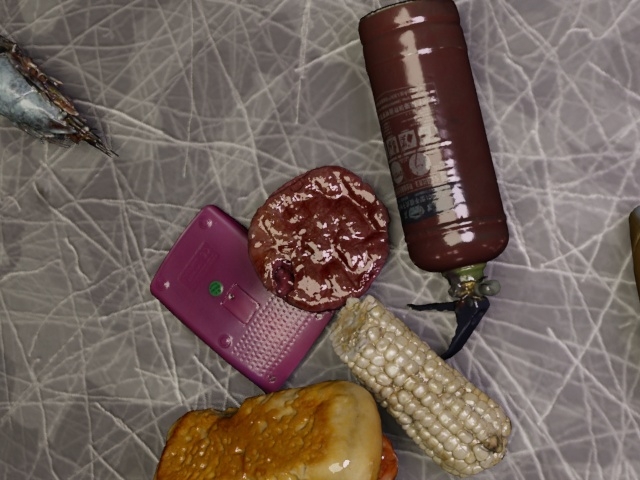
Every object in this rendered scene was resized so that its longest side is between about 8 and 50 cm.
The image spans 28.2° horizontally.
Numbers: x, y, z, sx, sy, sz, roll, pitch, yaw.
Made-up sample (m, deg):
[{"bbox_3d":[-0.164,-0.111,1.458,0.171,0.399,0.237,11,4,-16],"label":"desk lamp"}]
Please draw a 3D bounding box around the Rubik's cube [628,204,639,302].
[{"bbox_3d":[0.389,0.031,1.147,0.254,0.254,0.254,0,89,18],"label":"Rubik's cube"}]

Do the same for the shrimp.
[{"bbox_3d":[-0.310,-0.151,1.400,0.233,0.079,0.090,36,135,13],"label":"shrimp"}]

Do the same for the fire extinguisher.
[{"bbox_3d":[0.110,-0.055,1.254,0.138,0.102,0.344,-16,84,50],"label":"fire extinguisher"}]

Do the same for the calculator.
[{"bbox_3d":[-0.087,0.061,1.343,0.190,0.034,0.126,38,102,16],"label":"calculator"}]

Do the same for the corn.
[{"bbox_3d":[0.094,0.142,1.235,0.211,0.087,0.087,43,102,-3],"label":"corn"}]

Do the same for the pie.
[{"bbox_3d":[0.000,0.000,1.298,0.153,0.038,0.153,-1,76,3],"label":"pie"}]

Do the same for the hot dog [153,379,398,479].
[{"bbox_3d":[-0.031,0.233,1.249,0.256,0.153,0.150,-17,46,32],"label":"hot dog"}]
